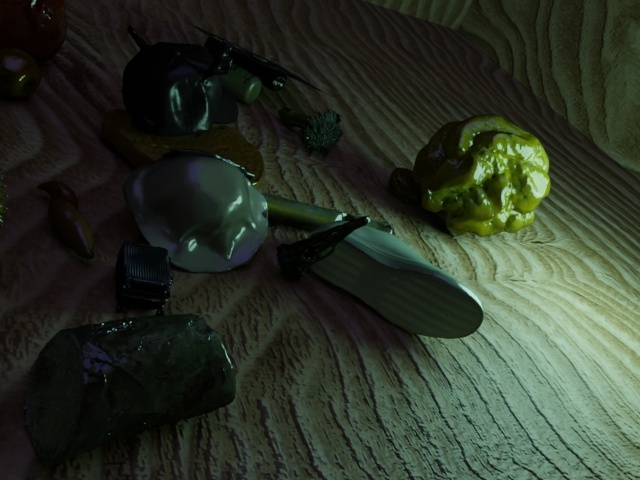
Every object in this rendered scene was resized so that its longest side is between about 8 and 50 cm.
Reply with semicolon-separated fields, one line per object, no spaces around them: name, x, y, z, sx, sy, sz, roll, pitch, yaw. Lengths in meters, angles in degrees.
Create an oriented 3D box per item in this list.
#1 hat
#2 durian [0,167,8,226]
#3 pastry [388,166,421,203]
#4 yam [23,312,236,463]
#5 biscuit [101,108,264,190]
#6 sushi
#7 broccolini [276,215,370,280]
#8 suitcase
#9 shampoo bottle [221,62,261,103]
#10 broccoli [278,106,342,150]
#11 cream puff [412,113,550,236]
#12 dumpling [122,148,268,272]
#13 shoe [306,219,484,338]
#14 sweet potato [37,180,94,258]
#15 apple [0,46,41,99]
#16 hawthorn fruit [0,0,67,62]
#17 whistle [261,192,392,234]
hat;-0.285;-0.368;1.523;0.238;0.209;0.336;29;28;14
durian;-0.549;-0.047;1.016;0.193;0.138;0.237;9;76;-13
pastry;0.223;-0.143;1.809;0.109;0.057;0.097;8;36;-26
yam;-0.236;0.171;0.889;0.254;0.154;0.154;-8;43;-40
biscuit;-0.283;-0.195;1.511;0.351;0.057;0.312;27;29;3
sushi;-0.201;-0.501;2.019;0.343;0.064;0.359;17;16;-36
broccolini;0.004;0.011;1.270;0.074;0.201;0.058;33;40;-45
suitcase;-0.283;0.058;1.114;0.086;0.059;0.126;12;30;-23
shampoo bottle;-0.243;-0.440;1.904;0.162;0.079;0.079;32;31;11
broccoli;-0.035;-0.304;1.844;0.122;0.118;0.204;-21;37;-38
cream puff;0.386;-0.128;1.703;0.324;0.291;0.257;55;44;-20
dumpling;-0.206;-0.065;1.265;0.293;0.163;0.204;11;31;-34
shoe;0.150;0.063;1.370;0.363;0.132;0.160;26;25;9
sweet potato;-0.421;-0.039;1.166;0.055;0.058;0.202;-19;49;-23
apple;-0.634;-0.342;1.440;0.102;0.099;0.114;30;27;4
hawthorn fruit;-0.670;-0.536;1.575;0.207;0.243;0.207;17;33;-11
whistle;0.001;-0.043;1.487;0.326;0.057;0.068;11;-12;-23
